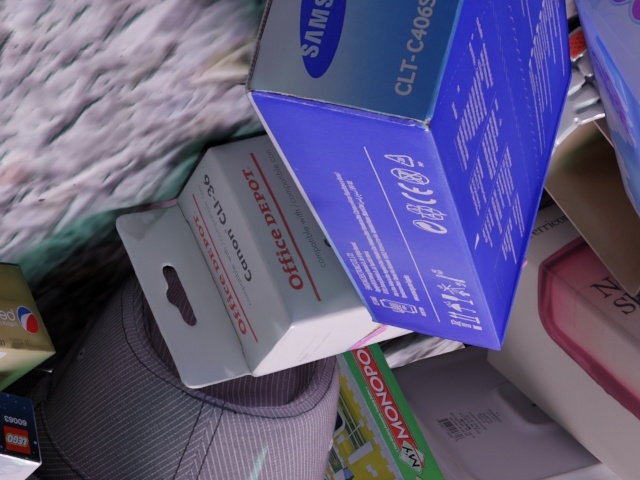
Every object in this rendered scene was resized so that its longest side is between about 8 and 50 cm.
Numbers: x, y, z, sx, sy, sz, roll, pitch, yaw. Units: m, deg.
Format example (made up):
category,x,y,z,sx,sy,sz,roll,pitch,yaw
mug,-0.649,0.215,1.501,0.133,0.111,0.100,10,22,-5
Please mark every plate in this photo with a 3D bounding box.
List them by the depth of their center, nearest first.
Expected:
category,x,y,z,sx,sy,sz,roll,pitch,yaw
plate,0.172,0.133,1.441,0.278,0.277,0.045,-13,117,-15

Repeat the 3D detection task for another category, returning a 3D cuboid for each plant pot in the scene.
category,x,y,z,sx,sy,sz,roll,pitch,yaw
plant pot,0.220,-0.048,1.264,0.096,0.109,0.109,-31,163,-20

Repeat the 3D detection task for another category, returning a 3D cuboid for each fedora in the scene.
category,x,y,z,sx,sy,sz,roll,pitch,yaw
fedora,-0.072,0.094,1.152,0.275,0.244,0.124,-66,179,-75

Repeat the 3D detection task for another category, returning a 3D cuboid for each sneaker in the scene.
category,x,y,z,sx,sy,sz,roll,pitch,yaw
sneaker,0.144,-0.092,1.145,0.158,0.061,0.065,-34,-168,4

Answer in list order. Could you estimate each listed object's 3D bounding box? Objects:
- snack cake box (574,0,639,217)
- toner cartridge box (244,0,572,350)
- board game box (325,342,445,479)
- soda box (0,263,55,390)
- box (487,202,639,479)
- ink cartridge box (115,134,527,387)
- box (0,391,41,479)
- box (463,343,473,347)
category,x,y,z,sx,sy,sz,roll,pitch,yaw
snack cake box,0.234,-0.081,1.057,0.152,0.089,0.264,-28,154,3
toner cartridge box,0.054,-0.073,0.882,0.075,0.165,0.348,11,165,13
board game box,-0.046,0.199,1.393,0.046,0.213,0.317,-4,151,-47
soda box,-0.238,0.081,1.083,0.181,0.058,0.061,-35,159,22
box,0.244,0.072,1.340,0.149,0.232,0.126,-24,134,-27
ink cartridge box,0.000,0.000,1.081,0.198,0.115,0.067,-15,159,-30
box,-0.286,0.117,1.012,0.233,0.044,0.159,19,131,-37
box,0.186,0.028,1.518,0.162,0.029,0.116,-20,160,-10
